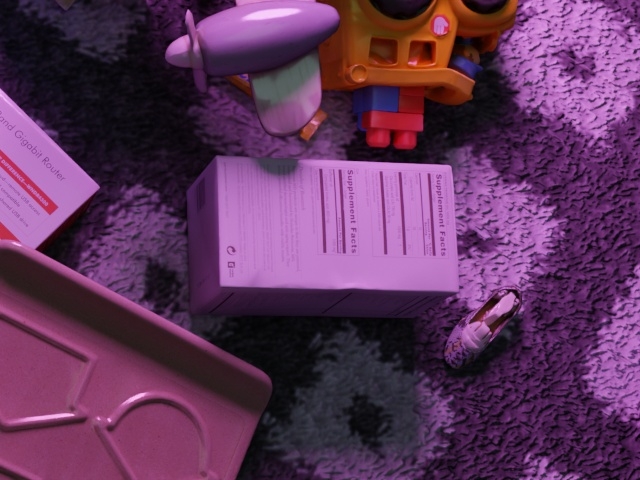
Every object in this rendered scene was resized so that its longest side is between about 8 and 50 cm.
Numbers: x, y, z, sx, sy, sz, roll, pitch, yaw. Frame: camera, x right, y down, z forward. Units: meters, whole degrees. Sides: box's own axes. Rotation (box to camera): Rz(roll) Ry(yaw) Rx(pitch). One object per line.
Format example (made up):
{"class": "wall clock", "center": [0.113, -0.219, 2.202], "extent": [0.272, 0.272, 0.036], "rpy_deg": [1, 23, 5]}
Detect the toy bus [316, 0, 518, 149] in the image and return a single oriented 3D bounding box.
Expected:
{"class": "toy bus", "center": [0.103, -0.201, 1.734], "extent": [0.220, 0.149, 0.211], "rpy_deg": [-1, 89, -20]}

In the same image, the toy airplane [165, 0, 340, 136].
{"class": "toy airplane", "center": [-0.083, -0.345, 1.553], "extent": [0.386, 0.272, 0.384], "rpy_deg": [36, 101, 12]}

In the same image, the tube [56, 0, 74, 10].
{"class": "tube", "center": [-0.327, -0.344, 1.682], "extent": [0.240, 0.062, 0.070], "rpy_deg": [39, 106, -11]}

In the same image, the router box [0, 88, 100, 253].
{"class": "router box", "center": [-0.434, -0.058, 1.557], "extent": [0.335, 0.082, 0.301], "rpy_deg": [45, 68, -2]}

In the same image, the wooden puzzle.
{"class": "wooden puzzle", "center": [-0.246, 0.219, 1.521], "extent": [0.322, 0.080, 0.348], "rpy_deg": [30, 74, -22]}

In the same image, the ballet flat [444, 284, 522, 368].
{"class": "ballet flat", "center": [0.173, 0.087, 1.725], "extent": [0.041, 0.041, 0.114], "rpy_deg": [45, 68, -2]}

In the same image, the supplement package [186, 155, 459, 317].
{"class": "supplement package", "center": [0.000, 0.000, 1.643], "extent": [0.244, 0.139, 0.134], "rpy_deg": [2, 76, -18]}

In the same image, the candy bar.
{"class": "candy bar", "center": [-0.066, -0.166, 1.731], "extent": [0.161, 0.018, 0.040], "rpy_deg": [36, 68, -6]}
